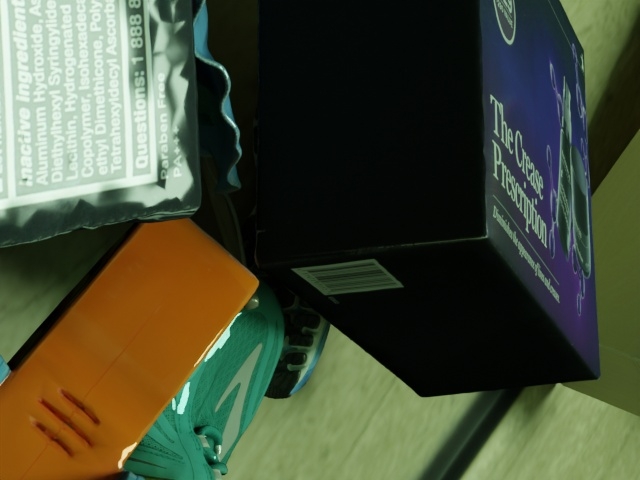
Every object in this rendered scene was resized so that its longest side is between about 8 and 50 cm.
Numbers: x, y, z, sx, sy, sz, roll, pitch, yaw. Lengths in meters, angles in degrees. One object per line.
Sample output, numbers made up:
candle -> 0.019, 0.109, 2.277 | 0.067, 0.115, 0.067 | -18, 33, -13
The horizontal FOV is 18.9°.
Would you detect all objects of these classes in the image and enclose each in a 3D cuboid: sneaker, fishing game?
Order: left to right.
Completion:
sneaker -> -0.073, 0.133, 0.814 | 0.107, 0.110, 0.275 | 52, 53, -43
fishing game -> -0.068, -0.108, 0.761 | 0.264, 0.041, 0.189 | 83, -10, -51
sneaker -> 0.000, 0.000, 0.940 | 0.073, 0.063, 0.162 | 28, 72, -56

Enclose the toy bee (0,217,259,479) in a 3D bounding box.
toy bee -> -0.145, 0.106, 0.694 | 0.298, 0.162, 0.195 | -25, 78, -46

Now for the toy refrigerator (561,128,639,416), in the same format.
toy refrigerator -> 0.245, -0.020, 1.192 | 0.269, 0.102, 0.094 | -54, 135, -17

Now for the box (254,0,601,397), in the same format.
box -> 0.056, -0.047, 0.877 | 0.261, 0.103, 0.184 | 42, 42, -66

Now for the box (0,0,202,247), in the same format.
box -> -0.198, -0.135, 0.541 | 0.294, 0.183, 0.296 | -14, 104, -54
